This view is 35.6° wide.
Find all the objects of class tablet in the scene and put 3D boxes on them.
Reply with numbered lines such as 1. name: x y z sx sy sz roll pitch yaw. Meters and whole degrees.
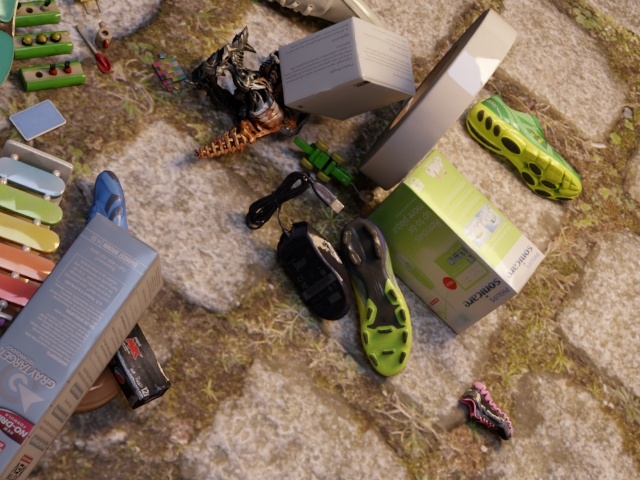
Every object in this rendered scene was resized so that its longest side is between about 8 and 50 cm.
1. tablet: -0.487 -0.207 1.720 0.083 0.006 0.054 -34 82 -36

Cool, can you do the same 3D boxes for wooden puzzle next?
1. wooden puzzle: -0.285 -0.318 1.880 0.049 0.006 0.083 -25 77 -34

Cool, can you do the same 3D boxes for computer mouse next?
1. computer mouse: 0.000 0.000 1.755 0.262 0.184 0.060 53 35 8

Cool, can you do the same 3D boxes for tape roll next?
1. tape roll: 0.217 -0.262 1.868 0.072 0.392 0.392 38 54 -4

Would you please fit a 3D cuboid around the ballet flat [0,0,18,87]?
1. ballet flat: -0.568 -0.363 1.714 0.086 0.086 0.248 14 75 -20

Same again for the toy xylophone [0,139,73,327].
1. toy xylophone: -0.519 -0.012 1.549 0.236 0.081 0.322 15 56 -19

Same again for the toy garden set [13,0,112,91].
1. toy garden set: -0.468 -0.396 1.803 0.204 0.049 0.244 -14 72 -32

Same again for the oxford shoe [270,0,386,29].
1. oxford shoe: -0.047 -0.527 2.047 0.449 0.169 0.130 35 95 -15

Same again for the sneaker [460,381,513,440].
1. sneaker: 0.299 0.319 1.815 0.057 0.047 0.119 -28 72 -28

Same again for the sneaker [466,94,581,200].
1. sneaker: 0.451 -0.205 2.126 0.295 0.109 0.123 42 58 0

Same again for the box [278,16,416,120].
1. box: 0.050 -0.312 1.848 0.182 0.181 0.119 6 74 -52

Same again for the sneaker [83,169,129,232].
1. sneaker: -0.362 -0.024 1.647 0.082 0.069 0.209 -2 66 -24

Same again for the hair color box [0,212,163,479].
1. hair color box: -0.372 0.161 1.397 0.114 0.185 0.374 32 72 3

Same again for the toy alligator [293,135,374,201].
1. toy alligator: 0.026 -0.138 1.916 0.190 0.056 0.051 38 14 -4

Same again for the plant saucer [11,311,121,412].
1. plant saucer: -0.385 0.168 1.552 0.200 0.037 0.200 12 60 -22

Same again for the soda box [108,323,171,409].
1. soda box: -0.298 0.170 1.537 0.060 0.053 0.169 -23 76 -34

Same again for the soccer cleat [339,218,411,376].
1. soccer cleat: 0.105 0.099 1.802 0.093 0.121 0.289 -15 85 7

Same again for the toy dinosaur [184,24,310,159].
1. toy dinosaur: -0.123 -0.266 1.856 0.218 0.164 0.322 49 34 -14

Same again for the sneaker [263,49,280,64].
1. sneaker: -0.058 -0.358 1.993 0.109 0.044 0.040 -4 64 -30

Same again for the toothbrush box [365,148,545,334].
1. toothbrush box: 0.234 0.006 1.844 0.283 0.206 0.122 44 53 0
